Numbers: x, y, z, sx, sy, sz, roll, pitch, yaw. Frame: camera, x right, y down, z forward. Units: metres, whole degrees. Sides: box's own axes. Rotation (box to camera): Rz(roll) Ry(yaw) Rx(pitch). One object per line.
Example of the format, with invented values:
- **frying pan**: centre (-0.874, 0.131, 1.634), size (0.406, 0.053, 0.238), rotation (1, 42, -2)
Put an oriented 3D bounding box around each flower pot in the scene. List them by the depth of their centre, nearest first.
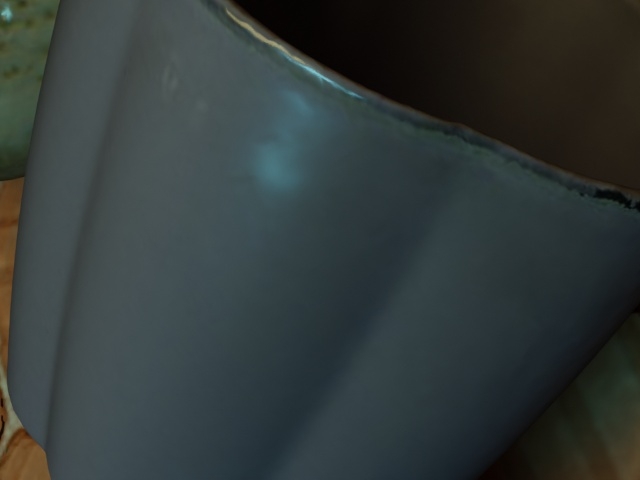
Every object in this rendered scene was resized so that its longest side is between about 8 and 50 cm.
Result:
- **flower pot**: centre (0.000, 0.000, 0.646), size (0.265, 0.265, 0.243), rotation (49, 123, 40)

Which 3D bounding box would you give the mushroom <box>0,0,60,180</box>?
- **mushroom**: centre (-0.190, -0.155, 0.910), size (0.243, 0.243, 0.244), rotation (-14, 69, 40)
